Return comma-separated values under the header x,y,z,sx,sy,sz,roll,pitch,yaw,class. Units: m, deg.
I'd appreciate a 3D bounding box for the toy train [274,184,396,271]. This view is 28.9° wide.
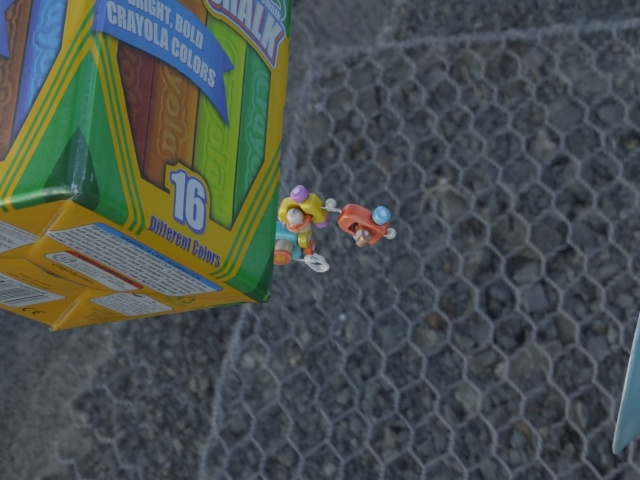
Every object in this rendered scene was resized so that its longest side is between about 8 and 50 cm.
x,y,z,sx,sy,sz,roll,pitch,yaw,class
0.000,0.000,1.393,0.166,0.125,0.046,-38,28,51,toy train

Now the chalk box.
x,y,z,sx,sy,sz,roll,pitch,yaw,class
-0.135,-0.113,0.736,0.179,0.180,0.289,-9,67,30,chalk box

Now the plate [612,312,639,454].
x,y,z,sx,sy,sz,roll,pitch,yaw,class
0.257,0.075,0.948,0.024,0.188,0.188,13,60,18,plate
